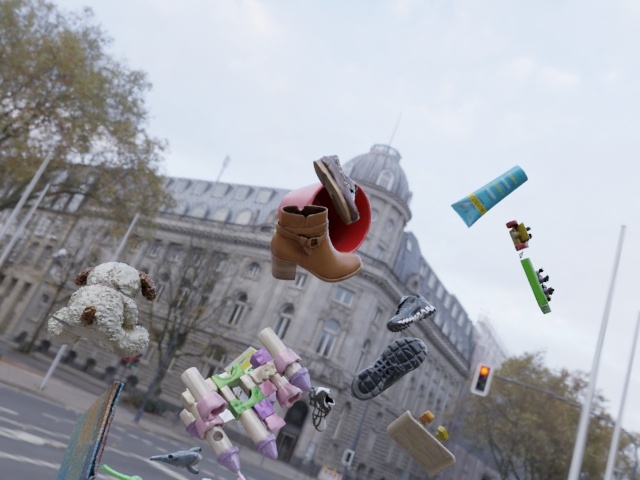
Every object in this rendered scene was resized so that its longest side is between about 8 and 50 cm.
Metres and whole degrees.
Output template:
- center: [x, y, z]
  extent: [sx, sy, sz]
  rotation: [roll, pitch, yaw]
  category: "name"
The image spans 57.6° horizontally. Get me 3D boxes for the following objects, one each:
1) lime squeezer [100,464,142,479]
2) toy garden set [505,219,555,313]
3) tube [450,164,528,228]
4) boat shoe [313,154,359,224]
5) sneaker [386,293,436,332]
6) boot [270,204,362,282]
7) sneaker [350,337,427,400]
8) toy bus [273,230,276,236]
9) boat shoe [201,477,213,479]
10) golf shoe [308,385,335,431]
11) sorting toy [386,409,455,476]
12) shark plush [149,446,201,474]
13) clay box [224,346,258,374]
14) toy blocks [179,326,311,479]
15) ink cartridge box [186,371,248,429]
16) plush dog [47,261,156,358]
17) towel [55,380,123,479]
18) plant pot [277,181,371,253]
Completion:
- center: [-0.632, 0.873, 1.965]
  extent: [0.310, 0.110, 0.059]
  rotation: [54, -7, 16]
  category: "lime squeezer"
- center: [0.504, 0.063, 1.369]
  extent: [0.049, 0.203, 0.244]
  rotation: [-22, -18, 18]
  category: "toy garden set"
- center: [0.460, -0.124, 1.575]
  extent: [0.080, 0.207, 0.052]
  rotation: [55, 3, 17]
  category: "tube"
- center: [0.052, -0.131, 1.406]
  extent: [0.073, 0.206, 0.073]
  rotation: [-17, -30, -14]
  category: "boat shoe"
- center: [0.301, 0.251, 2.061]
  extent: [0.106, 0.234, 0.078]
  rotation: [56, -42, 20]
  category: "sneaker"
- center: [0.000, 0.000, 1.639]
  extent: [0.284, 0.220, 0.109]
  rotation: [2, 30, -13]
  category: "boot"
- center: [0.192, 0.373, 1.695]
  extent: [0.101, 0.267, 0.106]
  rotation: [55, -20, 18]
  category: "sneaker"
- center: [-0.095, 0.019, 2.324]
  extent: [0.202, 0.104, 0.191]
  rotation: [-31, -80, 28]
  category: "toy bus"
- center: [-0.313, 0.805, 1.777]
  extent: [0.094, 0.109, 0.302]
  rotation: [12, -33, 5]
  category: "boat shoe"
- center: [0.012, 0.657, 2.253]
  extent: [0.094, 0.077, 0.198]
  rotation: [-5, -67, 13]
  category: "golf shoe"
- center: [0.365, 0.688, 2.011]
  extent: [0.229, 0.041, 0.307]
  rotation: [45, -35, 14]
  category: "sorting toy"
- center: [-0.413, 0.619, 1.678]
  extent: [0.161, 0.073, 0.067]
  rotation: [6, -25, 19]
  category: "shark plush"
- center: [-0.249, 0.440, 2.003]
  extent: [0.053, 0.127, 0.222]
  rotation: [54, -16, -12]
  category: "clay box"
- center: [-0.170, 0.433, 1.445]
  extent: [0.260, 0.289, 0.308]
  rotation: [47, -37, 24]
  category: "toy blocks"
- center: [-0.327, 0.568, 2.055]
  extent: [0.275, 0.239, 0.060]
  rotation: [40, -32, 60]
  category: "ink cartridge box"
- center: [-0.559, 0.152, 1.513]
  extent: [0.263, 0.225, 0.210]
  rotation: [12, -41, -2]
  category: "plush dog"
- center: [-0.640, 0.566, 1.587]
  extent: [0.040, 0.271, 0.370]
  rotation: [25, -44, -24]
  category: "towel"
- center: [-0.003, -0.081, 2.007]
  extent: [0.275, 0.274, 0.243]
  rotation: [34, -16, -33]
  category: "plant pot"
